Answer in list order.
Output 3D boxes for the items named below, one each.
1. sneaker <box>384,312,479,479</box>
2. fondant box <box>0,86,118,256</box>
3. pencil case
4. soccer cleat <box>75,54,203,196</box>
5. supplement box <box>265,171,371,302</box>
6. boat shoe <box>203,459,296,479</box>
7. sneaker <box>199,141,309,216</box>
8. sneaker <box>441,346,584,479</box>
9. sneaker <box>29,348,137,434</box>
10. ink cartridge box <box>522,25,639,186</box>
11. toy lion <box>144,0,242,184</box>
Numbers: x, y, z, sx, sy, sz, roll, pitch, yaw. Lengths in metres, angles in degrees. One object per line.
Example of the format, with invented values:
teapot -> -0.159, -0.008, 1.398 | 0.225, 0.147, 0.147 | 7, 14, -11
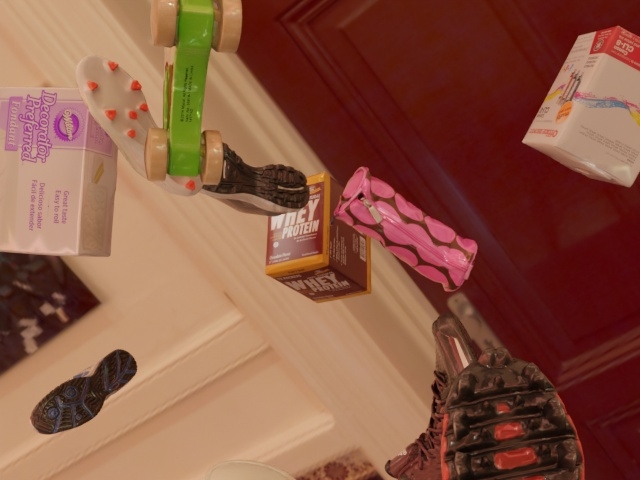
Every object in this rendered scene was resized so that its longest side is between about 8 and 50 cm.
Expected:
sneaker -> 0.149, 0.243, 0.948 | 0.163, 0.281, 0.106 | -18, 7, 10
fondant box -> -0.472, -0.104, 1.090 | 0.331, 0.238, 0.096 | 4, -1, 13
pencil case -> 0.119, -0.011, 1.000 | 0.095, 0.209, 0.098 | -60, 9, -7
soccer cleat -> -0.210, -0.121, 0.829 | 0.076, 0.196, 0.068 | -4, 44, 48
supplement box -> 0.000, 0.000, 1.455 | 0.129, 0.194, 0.191 | -13, 62, 28
boat shoe -> -0.038, 0.397, 1.004 | 0.305, 0.091, 0.109 | 16, 30, 31
sneaker -> -0.155, -0.096, 1.244 | 0.108, 0.272, 0.100 | -28, 51, 50
sneaker -> 0.142, 0.217, 0.508 | 0.098, 0.135, 0.276 | -9, 57, 4
sneaker -> -0.404, 0.267, 1.247 | 0.081, 0.080, 0.211 | -36, -2, 38
ink cartridge box -> 0.391, -0.181, 1.013 | 0.176, 0.127, 0.128 | -64, 9, 7
toy lion -> -0.060, -0.088, 0.323 | 0.096, 0.034, 0.100 | -109, 26, -50
